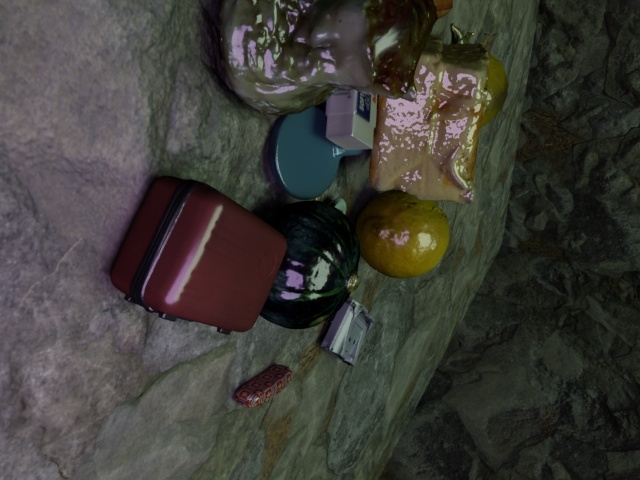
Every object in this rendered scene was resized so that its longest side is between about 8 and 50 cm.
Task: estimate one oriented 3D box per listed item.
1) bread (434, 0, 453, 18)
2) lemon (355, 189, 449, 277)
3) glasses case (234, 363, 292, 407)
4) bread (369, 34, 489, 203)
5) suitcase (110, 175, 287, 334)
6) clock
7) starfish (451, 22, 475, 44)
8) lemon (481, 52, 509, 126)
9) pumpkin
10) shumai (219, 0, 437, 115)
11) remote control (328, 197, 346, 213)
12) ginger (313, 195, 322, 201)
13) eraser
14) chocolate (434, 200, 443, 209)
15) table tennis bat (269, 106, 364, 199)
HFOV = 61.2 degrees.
[{"bbox_3d":[0.207,-0.585,1.305,0.270,0.195,0.142,-32,128,-45],"label":"bread"},{"bbox_3d":[0.250,-0.021,1.658,0.297,0.297,0.297,-40,140,-45],"label":"lemon"},{"bbox_3d":[-0.142,0.383,1.413,0.194,0.073,0.049,-21,119,-56],"label":"glasses case"},{"bbox_3d":[0.293,-0.338,1.446,0.371,0.279,0.390,-66,160,-61],"label":"bread"},{"bbox_3d":[-0.204,0.032,0.972,0.236,0.161,0.297,-66,152,-7],"label":"suitcase"},{"bbox_3d":[0.094,0.302,1.790,0.186,0.083,0.253,-63,152,-13],"label":"clock"},{"bbox_3d":[0.488,-0.674,1.936,0.208,0.053,0.175,-19,133,-50],"label":"starfish"},{"bbox_3d":[0.446,-0.475,1.742,0.316,0.285,0.285,-13,131,-8],"label":"lemon"},{"bbox_3d":[-0.026,0.062,1.232,0.315,0.239,0.315,-48,149,-43],"label":"pumpkin"},{"bbox_3d":[0.040,-0.372,0.990,0.397,0.323,0.324,-24,125,-58],"label":"shumai"},{"bbox_3d":[0.001,0.001,1.465,0.097,0.045,0.256,30,84,-62],"label":"remote control"},{"bbox_3d":[-0.015,-0.158,1.335,0.058,0.044,0.137,1,102,-30],"label":"ginger"},{"bbox_3d":[0.076,-0.359,1.257,0.124,0.081,0.278,13,80,-62],"label":"eraser"},{"bbox_3d":[0.435,-0.114,2.151,0.261,0.083,0.161,-64,151,-12],"label":"chocolate"},{"bbox_3d":[-0.003,-0.209,1.270,0.329,0.044,0.215,-19,109,-50],"label":"table tennis bat"}]
